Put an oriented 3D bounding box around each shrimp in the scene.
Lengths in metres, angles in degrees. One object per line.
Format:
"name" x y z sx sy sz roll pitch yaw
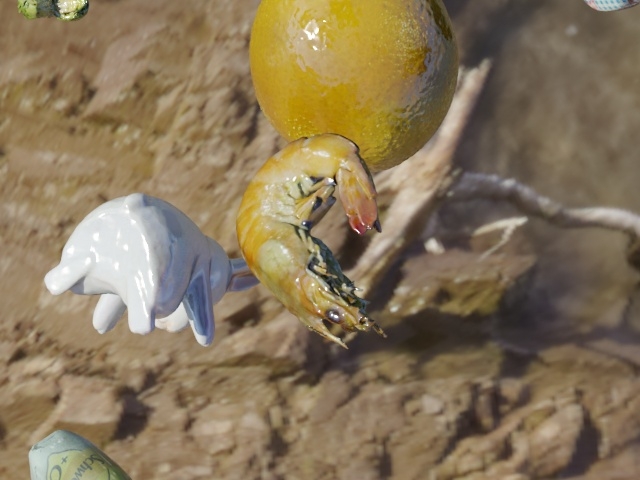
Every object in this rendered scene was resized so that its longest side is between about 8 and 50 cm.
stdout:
"shrimp" 0.000 0.000 1.303 0.068 0.248 0.150 23 116 -40

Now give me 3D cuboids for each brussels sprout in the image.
"brussels sprout" -0.324 -0.285 1.818 0.083 0.051 0.046 12 99 -12

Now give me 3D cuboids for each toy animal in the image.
"toy animal" -0.153 0.046 1.549 0.140 0.282 0.138 13 79 24

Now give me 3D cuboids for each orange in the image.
"orange" 0.035 -0.186 1.542 0.236 0.236 0.236 3 80 -16

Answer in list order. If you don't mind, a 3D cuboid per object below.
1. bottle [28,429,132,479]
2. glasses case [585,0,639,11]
"bottle" -0.227 0.285 1.603 0.083 0.270 0.083 -14 115 -33
"glasses case" 0.302 -0.414 1.635 0.076 0.125 0.327 -12 92 -27
